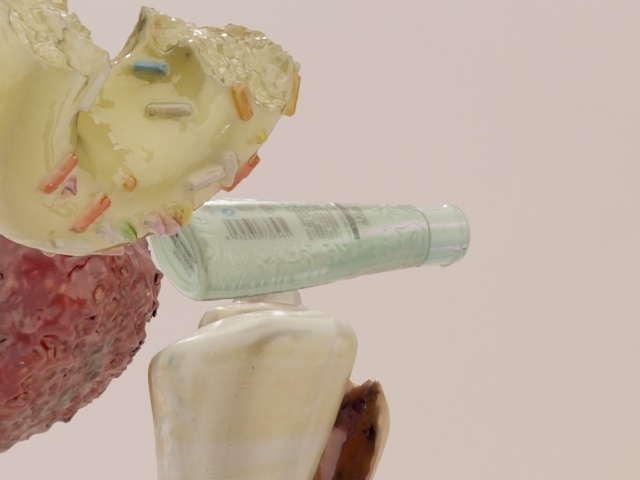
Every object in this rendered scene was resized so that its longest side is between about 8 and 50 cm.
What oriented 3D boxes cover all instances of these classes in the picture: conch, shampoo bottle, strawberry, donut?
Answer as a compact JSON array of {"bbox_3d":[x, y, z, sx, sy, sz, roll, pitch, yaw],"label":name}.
[{"bbox_3d":[-0.053,0.140,1.231,0.127,0.158,0.255,17,-92,40],"label":"conch"},{"bbox_3d":[0.000,0.000,1.089,0.191,0.041,0.069,-4,-143,-35],"label":"shampoo bottle"},{"bbox_3d":[-0.268,0.063,1.557,0.274,0.274,0.220,8,-104,4],"label":"strawberry"},{"bbox_3d":[-0.085,-0.040,0.707,0.065,0.108,0.166,42,-163,30],"label":"donut"}]
